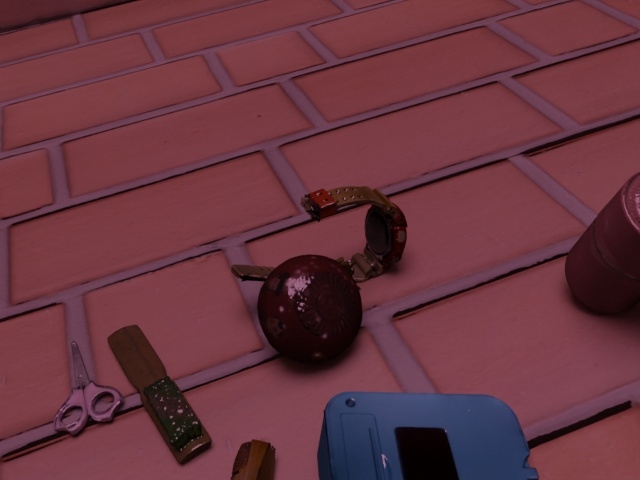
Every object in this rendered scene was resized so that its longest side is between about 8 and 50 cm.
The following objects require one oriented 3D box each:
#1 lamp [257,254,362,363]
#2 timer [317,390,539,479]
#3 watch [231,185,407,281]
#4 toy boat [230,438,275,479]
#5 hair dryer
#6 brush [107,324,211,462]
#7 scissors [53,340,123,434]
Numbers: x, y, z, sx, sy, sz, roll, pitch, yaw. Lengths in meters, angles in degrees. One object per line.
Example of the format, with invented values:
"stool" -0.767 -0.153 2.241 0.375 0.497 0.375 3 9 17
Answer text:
"lamp" -0.019 0.100 1.010 0.157 0.156 0.135 5 -13 -29
"timer" 0.128 0.292 0.810 0.250 0.091 0.231 1 38 -6
"watch" 0.008 -0.005 1.080 0.269 0.164 0.102 2 31 -31
"toy boat" -0.090 0.306 0.836 0.049 0.047 0.149 -12 34 18
"hair dryer" 0.487 0.096 0.908 0.125 0.210 0.352 -27 67 -18
"brush" -0.240 0.202 0.995 0.054 0.048 0.282 -27 40 -21
"scissors" -0.353 0.208 1.031 0.100 0.015 0.189 -23 40 -13
